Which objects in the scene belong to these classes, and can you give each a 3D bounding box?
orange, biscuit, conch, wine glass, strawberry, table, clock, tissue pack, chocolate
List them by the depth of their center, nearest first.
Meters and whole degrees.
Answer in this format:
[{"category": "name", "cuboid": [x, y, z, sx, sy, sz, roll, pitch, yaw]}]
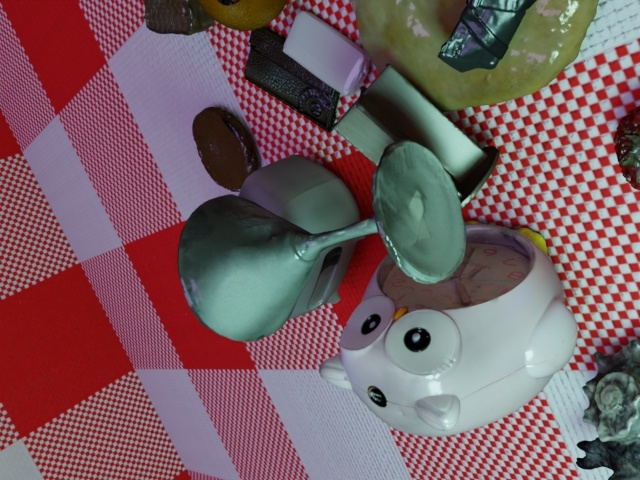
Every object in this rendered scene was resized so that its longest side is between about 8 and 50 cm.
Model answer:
[{"category": "strawberry", "cuboid": [0.449, -0.122, 0.862, 0.145, 0.086, 0.145, 27, 133, 33]}, {"category": "biscuit", "cuboid": [0.187, -0.388, 0.966, 0.446, 0.104, 0.430, 13, 124, 44]}, {"category": "conch", "cuboid": [0.492, 0.282, 1.024, 0.313, 0.186, 0.241, 82, 164, -50]}, {"category": "wine glass", "cuboid": [0.000, 0.000, 1.030, 0.405, 0.267, 0.267, -19, 100, 41]}, {"category": "table", "cuboid": [0.145, -0.158, 1.060, 0.226, 0.167, 0.167, 40, 144, -10]}, {"category": "clock", "cuboid": [0.213, 0.163, 1.093, 0.368, 0.376, 0.251, 12, 128, 44]}, {"category": "orange", "cuboid": [-0.140, -0.487, 1.206, 0.206, 0.206, 0.206, 28, 133, 35]}, {"category": "tissue pack", "cuboid": [-0.054, 0.011, 1.408, 0.236, 0.229, 0.333, 42, 137, 24]}, {"category": "chocolate", "cuboid": [-0.312, -0.532, 1.452, 0.214, 0.093, 0.149, 20, 129, 41]}, {"category": "biscuit", "cuboid": [-0.232, -0.220, 1.614, 0.225, 0.042, 0.226, 29, 135, 33]}]

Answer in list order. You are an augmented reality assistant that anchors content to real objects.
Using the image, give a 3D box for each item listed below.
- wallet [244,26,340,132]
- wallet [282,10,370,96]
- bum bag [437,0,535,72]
[{"category": "wallet", "cuboid": [-0.059, -0.330, 1.343, 0.243, 0.039, 0.133, 37, 133, 23]}, {"category": "wallet", "cuboid": [0.012, -0.349, 1.238, 0.190, 0.033, 0.095, 40, 122, 24]}, {"category": "bum bag", "cuboid": [0.230, -0.305, 0.865, 0.087, 0.049, 0.198, 20, 132, -7]}]
